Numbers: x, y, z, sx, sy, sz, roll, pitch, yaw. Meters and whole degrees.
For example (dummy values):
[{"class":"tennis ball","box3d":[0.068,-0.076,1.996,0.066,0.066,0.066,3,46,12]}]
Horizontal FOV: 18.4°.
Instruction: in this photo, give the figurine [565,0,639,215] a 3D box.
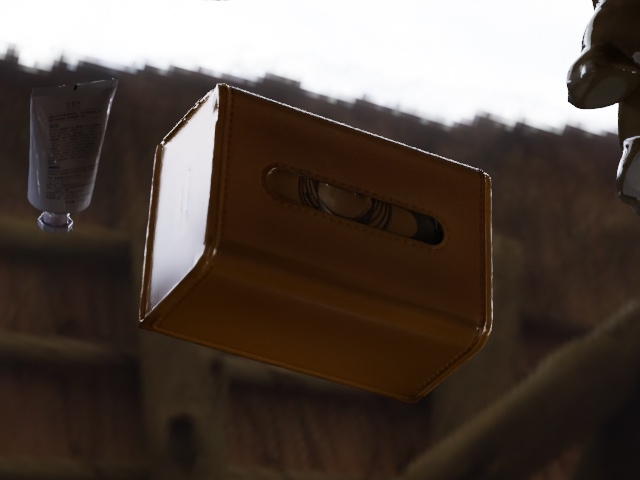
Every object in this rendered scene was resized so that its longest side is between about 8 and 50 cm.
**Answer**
[{"class":"figurine","box3d":[0.281,-0.172,1.407,0.173,0.177,0.247,-11,-137,26]}]

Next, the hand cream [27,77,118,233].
[{"class":"hand cream","box3d":[-0.220,-0.073,1.701,0.084,0.142,0.053,-11,-147,-37]}]

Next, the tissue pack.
[{"class":"tissue pack","box3d":[0.000,0.000,1.723,0.274,0.145,0.194,17,-126,-23]}]
